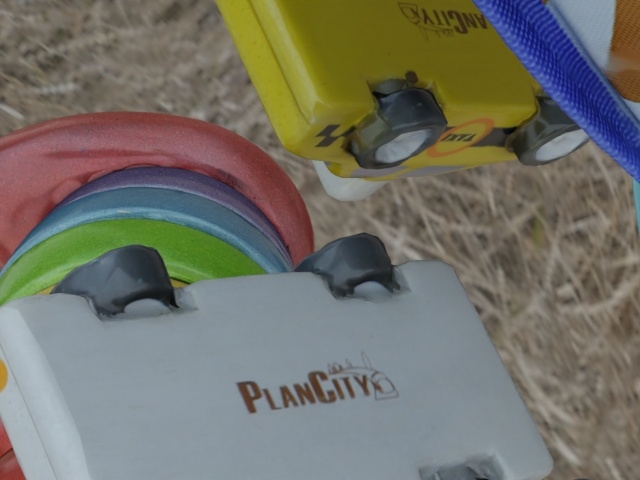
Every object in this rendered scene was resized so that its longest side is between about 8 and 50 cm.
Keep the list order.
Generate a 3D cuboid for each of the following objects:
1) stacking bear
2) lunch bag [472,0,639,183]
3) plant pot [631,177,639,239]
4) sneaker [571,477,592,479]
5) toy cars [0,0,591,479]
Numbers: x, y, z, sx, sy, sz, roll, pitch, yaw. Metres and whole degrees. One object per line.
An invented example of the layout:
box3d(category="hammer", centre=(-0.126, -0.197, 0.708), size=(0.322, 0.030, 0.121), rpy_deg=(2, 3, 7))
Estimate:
box3d(category="stacking bear", centre=(-0.088, 0.077, 0.843), size=(0.164, 0.289, 0.175), rpy_deg=(-21, 118, 15))
box3d(category="lunch bag", centre=(0.135, -0.203, 0.518), size=(0.239, 0.385, 0.328), rpy_deg=(-12, 50, 26))
box3d(category="plant pot", centre=(0.385, -0.089, 1.520), size=(0.235, 0.293, 0.293), rpy_deg=(-2, 80, -1))
box3d(category="sneaker", centre=(0.180, 0.284, 1.543), size=(0.069, 0.082, 0.209), rpy_deg=(27, 52, -2))
box3d(category="toy cars", centre=(0.000, 0.000, 0.644), size=(0.176, 0.394, 0.087), rpy_deg=(39, 128, -14))
